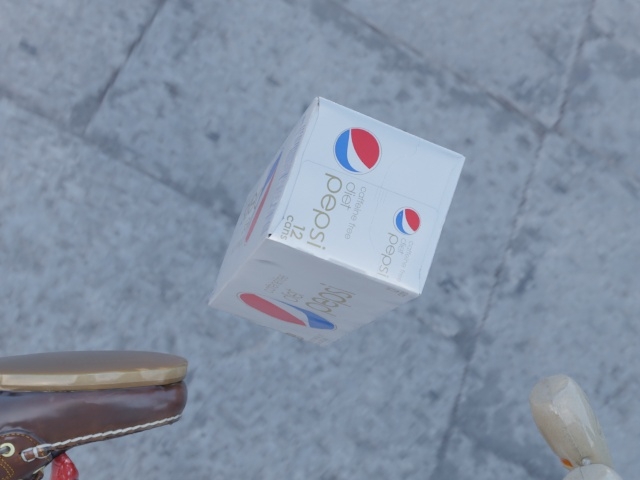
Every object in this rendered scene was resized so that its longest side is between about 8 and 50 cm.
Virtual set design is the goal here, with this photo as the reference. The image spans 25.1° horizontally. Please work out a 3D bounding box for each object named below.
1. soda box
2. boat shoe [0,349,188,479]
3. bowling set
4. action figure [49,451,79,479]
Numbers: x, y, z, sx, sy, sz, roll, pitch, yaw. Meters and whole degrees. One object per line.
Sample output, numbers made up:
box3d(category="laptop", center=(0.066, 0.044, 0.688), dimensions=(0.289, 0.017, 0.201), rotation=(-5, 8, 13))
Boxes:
box3d(category="soda box", center=(0.000, 0.000, 0.709), dimensions=(0.074, 0.216, 0.069), rotation=(21, 77, -7))
box3d(category="boat shoe", center=(-0.170, 0.094, 0.733), dimensions=(0.207, 0.073, 0.073), rotation=(-3, 94, -11))
box3d(category="bowling set", center=(0.129, 0.230, 0.872), dimensions=(0.154, 0.200, 0.287), rotation=(61, 9, -23))
box3d(category="action figure", center=(-0.221, 0.196, 0.672), dimensions=(0.280, 0.139, 0.091), rotation=(-34, 73, -19))
